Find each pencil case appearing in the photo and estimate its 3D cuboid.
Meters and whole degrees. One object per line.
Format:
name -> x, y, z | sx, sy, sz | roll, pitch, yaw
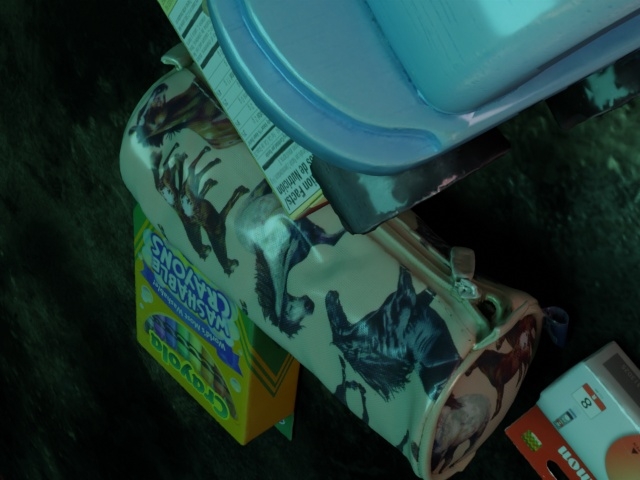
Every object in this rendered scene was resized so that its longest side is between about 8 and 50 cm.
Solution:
pencil case -> 0.000, 0.000, 0.868 | 0.410, 0.160, 0.184 | 41, 132, 27

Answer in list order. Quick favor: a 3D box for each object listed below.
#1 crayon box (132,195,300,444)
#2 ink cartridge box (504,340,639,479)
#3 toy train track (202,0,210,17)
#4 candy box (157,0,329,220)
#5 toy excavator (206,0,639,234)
crayon box -> -0.113, 0.076, 1.140 | 0.203, 0.083, 0.323 | 38, 141, 31
ink cartridge box -> 0.217, 0.178, 0.815 | 0.145, 0.045, 0.179 | 52, 143, 15
toy train track -> -0.083, -0.167, 0.653 | 0.083, 0.014, 0.048 | 41, 139, 27
candy box -> -0.018, -0.193, 0.728 | 0.316, 0.183, 0.087 | 58, 147, 5
toy excavator -> 0.155, -0.191, 0.436 | 0.222, 0.433, 0.445 | 62, 174, -1
